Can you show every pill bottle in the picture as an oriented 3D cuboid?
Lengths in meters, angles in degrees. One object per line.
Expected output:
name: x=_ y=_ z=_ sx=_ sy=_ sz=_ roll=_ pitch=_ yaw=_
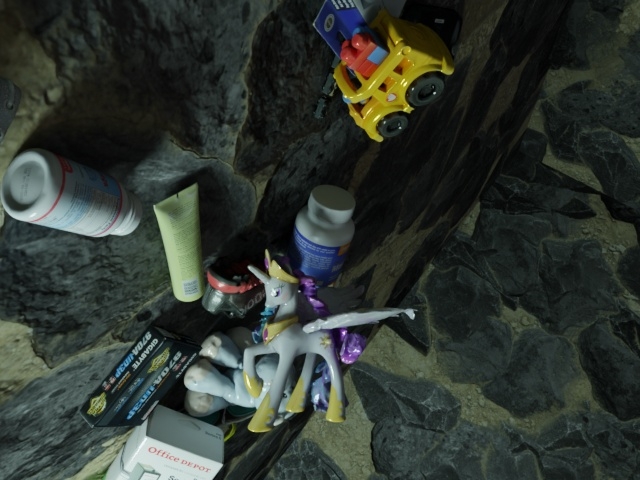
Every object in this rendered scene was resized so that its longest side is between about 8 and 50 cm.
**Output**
pill bottle: x=-0.310 y=-0.053 z=0.626 sx=0.087 sy=0.087 sz=0.160 roll=-56 pitch=158 yaw=3
pill bottle: x=0.000 y=0.000 z=1.244 sx=0.152 sy=0.152 sz=0.271 roll=-31 pitch=149 yaw=-45

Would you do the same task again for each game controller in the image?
game controller: x=0.268 y=-0.498 z=1.223 sx=0.319 sy=0.067 sz=0.166 roll=-28 pitch=131 yaw=-50

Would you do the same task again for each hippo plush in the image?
hippo plush: x=-0.179 y=0.376 z=1.201 sx=0.234 sy=0.237 sz=0.294 roll=-31 pitch=124 yaw=-48

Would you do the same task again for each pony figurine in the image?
pony figurine: x=-0.008 y=0.209 z=1.074 sx=0.351 sy=0.303 sz=0.363 roll=5 pitch=89 yaw=-29

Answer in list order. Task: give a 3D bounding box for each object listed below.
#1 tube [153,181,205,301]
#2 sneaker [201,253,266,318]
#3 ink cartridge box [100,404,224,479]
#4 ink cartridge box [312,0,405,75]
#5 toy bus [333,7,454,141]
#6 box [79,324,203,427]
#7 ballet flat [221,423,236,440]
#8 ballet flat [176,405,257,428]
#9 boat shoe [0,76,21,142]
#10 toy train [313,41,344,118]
tube: x=-0.250 y=0.010 z=0.888 sx=0.070 sy=0.062 sz=0.240 roll=-96 pitch=-171 yaw=-48
sneaker: x=-0.171 y=0.109 z=1.126 sx=0.276 sy=0.098 sz=0.135 roll=-4 pitch=125 yaw=-60
ink cartridge box: x=-0.382 y=0.553 z=1.152 sx=0.272 sy=0.198 sz=0.114 roll=-56 pitch=-159 yaw=12
ink cartridge box: x=0.091 y=-0.444 z=0.898 sx=0.223 sy=0.045 sz=0.223 roll=-66 pitch=157 yaw=5
toy bus: x=0.103 y=-0.314 z=0.920 sx=0.212 sy=0.149 sz=0.220 roll=3 pitch=144 yaw=-42
box: x=-0.373 y=0.292 z=1.036 sx=0.220 sy=0.051 sz=0.175 roll=-51 pitch=158 yaw=-8
ballet flat: x=-0.352 y=0.597 z=1.430 sx=0.231 sy=0.077 sz=0.077 roll=-27 pitch=170 yaw=-23
ballet flat: x=-0.306 y=0.489 z=1.390 sx=0.400 sy=0.139 sz=0.139 roll=-15 pitch=135 yaw=-52
boat shoe: x=-0.392 y=-0.021 z=0.471 sx=0.103 sy=0.118 sz=0.320 roll=7 pitch=109 yaw=-61
toy train: x=0.024 y=-0.325 z=0.996 sx=0.036 sy=0.027 sz=0.158 roll=-27 pitch=145 yaw=-53
